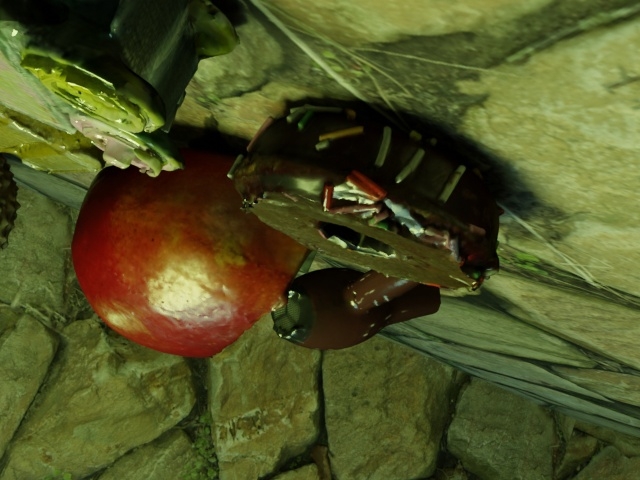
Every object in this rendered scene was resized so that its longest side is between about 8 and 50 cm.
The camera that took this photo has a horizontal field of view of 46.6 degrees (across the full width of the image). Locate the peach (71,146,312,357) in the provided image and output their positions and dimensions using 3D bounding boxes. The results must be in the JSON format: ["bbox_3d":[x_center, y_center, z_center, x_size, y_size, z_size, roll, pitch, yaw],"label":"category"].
[{"bbox_3d":[-0.137,0.013,0.921,0.338,0.281,0.281,6,164,28],"label":"peach"}]

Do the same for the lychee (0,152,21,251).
[{"bbox_3d":[-0.751,-0.089,1.379,0.380,0.381,0.432,24,150,-16],"label":"lychee"}]

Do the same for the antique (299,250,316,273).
[{"bbox_3d":[-0.084,-0.014,1.131,0.086,0.088,0.183,29,167,-33],"label":"antique"}]

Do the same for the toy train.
[{"bbox_3d":[-0.152,-0.138,0.468,0.177,0.134,0.261,22,170,-3],"label":"toy train"}]

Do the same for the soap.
[{"bbox_3d":[-0.398,-0.168,0.978,0.199,0.091,0.314,27,168,-30],"label":"soap"}]

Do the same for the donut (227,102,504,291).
[{"bbox_3d":[0.047,-0.036,0.698,0.269,0.103,0.270,19,170,3],"label":"donut"}]

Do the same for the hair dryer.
[{"bbox_3d":[0.121,0.062,1.064,0.312,0.123,0.340,-5,162,-34],"label":"hair dryer"}]
